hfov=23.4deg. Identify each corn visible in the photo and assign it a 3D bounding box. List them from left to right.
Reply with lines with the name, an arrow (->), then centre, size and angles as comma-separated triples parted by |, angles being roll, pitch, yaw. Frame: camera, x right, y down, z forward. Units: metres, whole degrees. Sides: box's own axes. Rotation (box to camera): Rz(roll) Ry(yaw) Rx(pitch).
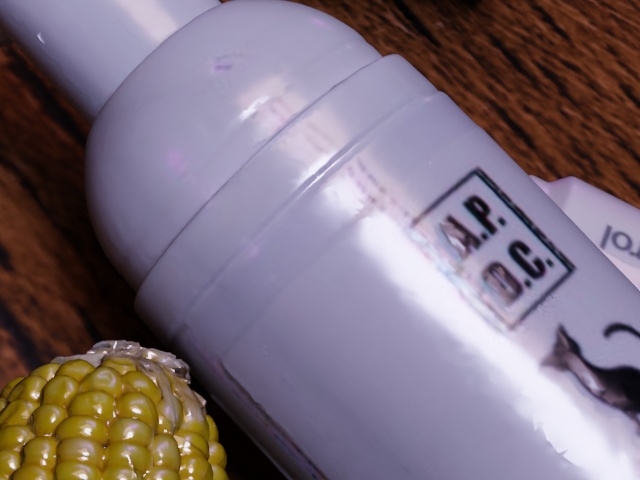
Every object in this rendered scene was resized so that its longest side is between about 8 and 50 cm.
corn -> -0.083, 0.168, 0.486 | 0.106, 0.106, 0.293 | 12, 53, -12

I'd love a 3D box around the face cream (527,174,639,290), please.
face cream -> 0.139, 0.035, 0.683 | 0.311, 0.092, 0.092 | 26, 48, 2

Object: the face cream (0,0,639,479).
face cream -> 0.000, 0.000, 0.583 | 0.370, 0.145, 0.145 | 46, 50, 5
